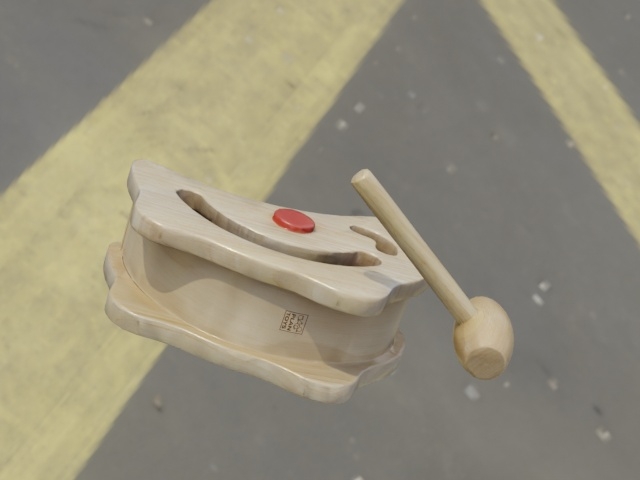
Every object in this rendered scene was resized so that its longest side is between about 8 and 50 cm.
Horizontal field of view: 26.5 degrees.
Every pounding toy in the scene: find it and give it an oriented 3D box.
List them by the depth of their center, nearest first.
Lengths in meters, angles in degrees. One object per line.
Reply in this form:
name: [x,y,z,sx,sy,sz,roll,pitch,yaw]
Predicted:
pounding toy: [0.000,0.000,0.875,0.269,0.155,0.154,20,21,3]
